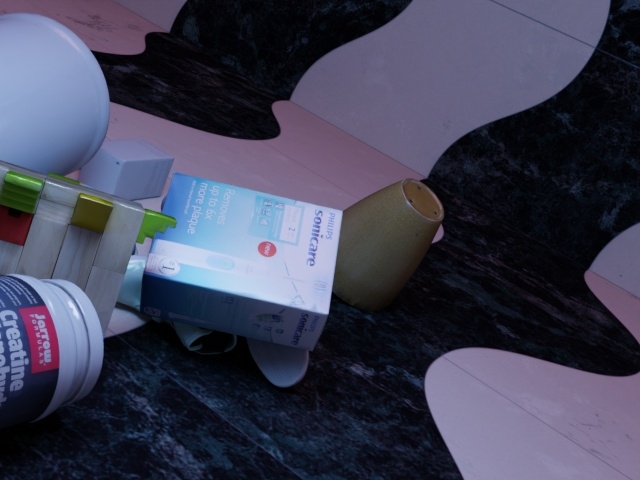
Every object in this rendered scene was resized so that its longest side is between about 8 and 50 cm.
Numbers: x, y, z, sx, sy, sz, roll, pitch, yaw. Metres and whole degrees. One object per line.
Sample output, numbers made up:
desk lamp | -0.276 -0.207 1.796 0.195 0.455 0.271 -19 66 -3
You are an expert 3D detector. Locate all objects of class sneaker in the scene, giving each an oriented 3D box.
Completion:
sneaker | -0.252 0.111 1.496 0.256 0.094 0.151 19 21 -21
sneaker | -0.081 0.141 1.600 0.169 0.108 0.292 61 5 -65

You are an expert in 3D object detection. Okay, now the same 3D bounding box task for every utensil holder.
utensil holder | -0.612 -0.217 1.586 0.328 0.327 0.385 26 26 5

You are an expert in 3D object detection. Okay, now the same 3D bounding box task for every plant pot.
plant pot | 0.145 -0.012 1.945 0.237 0.254 0.237 28 37 -23

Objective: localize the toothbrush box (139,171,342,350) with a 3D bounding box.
toothbrush box | -0.127 0.035 1.467 0.296 0.126 0.216 14 52 -5

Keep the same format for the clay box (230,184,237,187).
clay box | -0.217 -0.005 1.740 0.053 0.127 0.222 32 34 -5

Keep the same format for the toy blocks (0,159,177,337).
toy blocks | -0.433 0.032 1.277 0.382 0.260 0.191 18 5 -17

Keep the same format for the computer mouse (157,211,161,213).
computer mouse | -0.272 -0.029 1.909 0.184 0.060 0.262 20 31 -23

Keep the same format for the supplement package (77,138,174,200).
supplement package | -0.432 -0.158 1.984 0.105 0.105 0.179 32 20 20

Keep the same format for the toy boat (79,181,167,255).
toy boat | -0.385 -0.037 1.655 0.318 0.148 0.267 5 27 -43

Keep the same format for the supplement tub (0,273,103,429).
supplement tub | -0.423 0.141 1.079 0.191 0.191 0.272 35 22 29
